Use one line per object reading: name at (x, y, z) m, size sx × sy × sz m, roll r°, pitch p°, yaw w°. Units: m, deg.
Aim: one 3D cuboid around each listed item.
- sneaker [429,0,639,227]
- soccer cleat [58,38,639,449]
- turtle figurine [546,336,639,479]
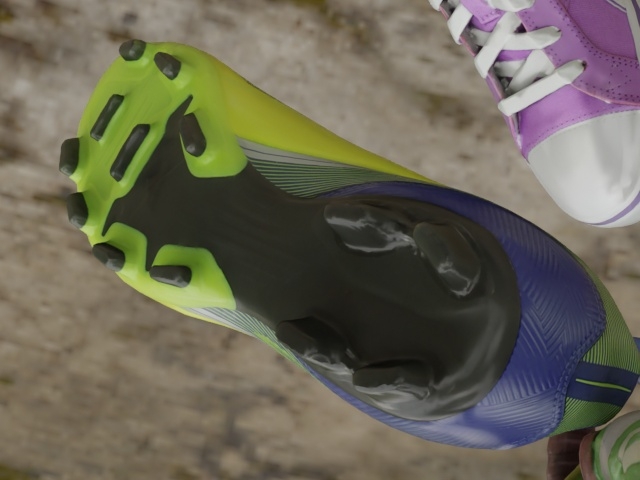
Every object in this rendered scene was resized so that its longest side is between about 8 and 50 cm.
sneaker at (0.069, -0.133, 0.880) m, size 0.161 × 0.282 × 0.102 m, roll -8°, pitch 165°, yaw -41°
soccer cleat at (0.000, 0.001, 0.683) m, size 0.121 × 0.093 × 0.289 m, roll 20°, pitch -172°, yaw -41°
turtle figurine at (0.128, 0.160, 0.591) m, size 0.275 × 0.266 × 0.198 m, roll 39°, pitch 169°, yaw 31°
